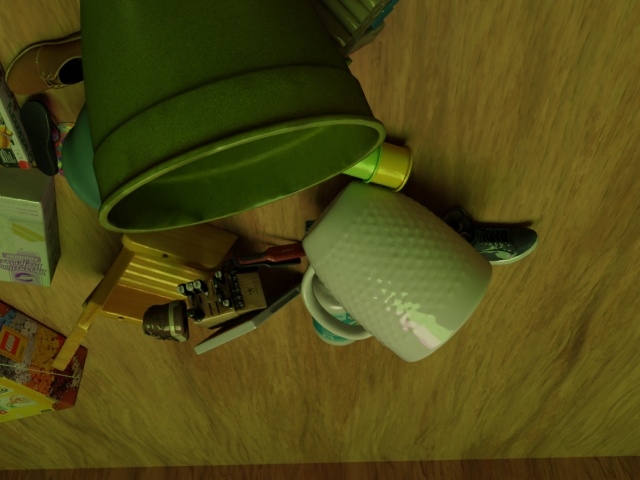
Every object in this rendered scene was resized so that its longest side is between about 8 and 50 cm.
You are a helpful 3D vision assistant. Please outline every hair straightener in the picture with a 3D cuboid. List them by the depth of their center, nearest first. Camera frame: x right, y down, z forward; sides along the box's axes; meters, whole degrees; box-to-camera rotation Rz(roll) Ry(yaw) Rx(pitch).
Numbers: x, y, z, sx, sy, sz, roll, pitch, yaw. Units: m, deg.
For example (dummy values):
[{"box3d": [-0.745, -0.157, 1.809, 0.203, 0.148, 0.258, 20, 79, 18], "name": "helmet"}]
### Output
[{"box3d": [-0.144, 0.060, 1.394, 0.231, 0.047, 0.089, -15, 154, -32], "name": "hair straightener"}]

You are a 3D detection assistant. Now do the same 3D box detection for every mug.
[{"box3d": [0.110, 0.071, 1.256, 0.328, 0.276, 0.374, 40, 124, -5], "name": "mug"}]

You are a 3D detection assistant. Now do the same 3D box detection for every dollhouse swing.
[{"box3d": [-0.397, 0.150, 1.369, 0.315, 0.304, 0.347, 20, 137, -26], "name": "dollhouse swing"}]

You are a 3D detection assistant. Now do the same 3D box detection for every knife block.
[{"box3d": [-0.256, 0.139, 1.323, 0.276, 0.088, 0.242, -26, 164, 40], "name": "knife block"}]

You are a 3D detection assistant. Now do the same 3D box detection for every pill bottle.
[{"box3d": [0.045, 0.147, 1.502, 0.146, 0.146, 0.264, -3, 143, 3], "name": "pill bottle"}]

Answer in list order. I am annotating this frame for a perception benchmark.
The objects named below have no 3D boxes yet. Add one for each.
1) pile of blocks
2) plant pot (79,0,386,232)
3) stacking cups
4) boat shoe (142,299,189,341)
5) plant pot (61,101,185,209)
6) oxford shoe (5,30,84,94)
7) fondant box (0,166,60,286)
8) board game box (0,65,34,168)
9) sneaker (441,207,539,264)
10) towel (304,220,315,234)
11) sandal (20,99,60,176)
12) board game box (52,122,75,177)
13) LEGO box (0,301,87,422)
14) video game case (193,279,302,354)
[{"box3d": [0.029, -0.343, 0.864, 0.112, 0.149, 0.362, 47, 139, 0], "name": "pile of blocks"}, {"box3d": [-0.146, -0.236, 0.764, 0.367, 0.352, 0.366, -18, 175, -2], "name": "plant pot"}, {"box3d": [0.015, -0.174, 1.113, 0.316, 0.096, 0.096, 13, 141, -18], "name": "stacking cups"}, {"box3d": [-0.342, 0.175, 1.302, 0.095, 0.095, 0.257, -5, 167, -11], "name": "boat shoe"}, {"box3d": [-0.297, -0.160, 1.010, 0.255, 0.271, 0.272, -11, 145, 40], "name": "plant pot"}, {"box3d": [-0.441, -0.281, 0.979, 0.212, 0.076, 0.076, -15, 143, 21], "name": "oxford shoe"}, {"box3d": [-0.707, -0.035, 1.287, 0.239, 0.096, 0.330, 9, 143, -14], "name": "fondant box"}, {"box3d": [-0.641, -0.250, 1.032, 0.193, 0.053, 0.305, 2, 143, -4], "name": "board game box"}, {"box3d": [0.373, -0.012, 1.344, 0.226, 0.086, 0.163, -12, 144, 17], "name": "sneaker"}, {"box3d": [0.000, 0.000, 1.401, 0.067, 0.029, 0.119, -5, 143, 4], "name": "towel"}, {"box3d": [-0.516, -0.196, 1.112, 0.067, 0.040, 0.179, 31, 141, 9], "name": "sandal"}, {"box3d": [-0.481, -0.159, 1.175, 0.133, 0.033, 0.168, -4, 143, 4], "name": "board game box"}, {"box3d": [-1.032, 0.390, 1.768, 0.501, 0.193, 0.372, -16, 141, 19], "name": "LEGO box"}, {"box3d": [-0.162, 0.184, 1.483, 0.204, 0.285, 0.025, -28, 92, 31], "name": "video game case"}]
